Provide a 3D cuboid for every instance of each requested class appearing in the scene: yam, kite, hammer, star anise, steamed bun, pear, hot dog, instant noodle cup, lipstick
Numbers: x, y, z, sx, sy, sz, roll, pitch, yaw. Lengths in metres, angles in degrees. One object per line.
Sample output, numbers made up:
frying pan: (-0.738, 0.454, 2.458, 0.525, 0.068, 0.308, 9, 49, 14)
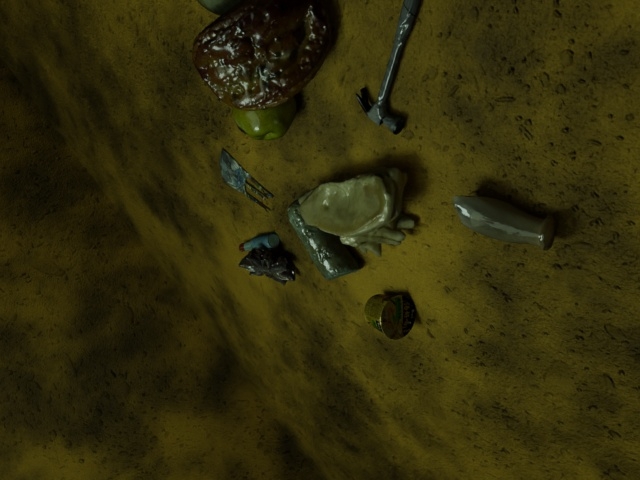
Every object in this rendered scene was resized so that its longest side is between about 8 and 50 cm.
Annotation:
yam: (0.000, 0.000, 1.754, 0.330, 0.133, 0.133, 56, 146, -2)
kite: (-0.303, -0.223, 2.011, 0.310, 0.015, 0.169, 43, 145, 18)
hammer: (0.191, -0.455, 1.202, 0.152, 0.044, 0.427, 41, 143, 18)
star anise: (-0.211, 0.094, 2.077, 0.223, 0.109, 0.236, 22, 155, -21)
steamed bun: (0.130, -0.073, 1.523, 0.428, 0.189, 0.247, -13, 81, 52)
pear: (-0.170, -0.402, 1.540, 0.198, 0.198, 0.198, 30, 140, 29)
hot dog: (-0.152, -0.498, 1.322, 0.387, 0.174, 0.267, -24, 133, 22)
instant noodle cup: (0.227, 0.249, 1.703, 0.122, 0.151, 0.151, 5, 124, 59)
lipstick: (-0.272, 0.017, 2.141, 0.068, 0.061, 0.274, 40, 152, -26)

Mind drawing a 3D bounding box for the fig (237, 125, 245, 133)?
fig: (-0.221, -0.408, 1.697, 0.119, 0.153, 0.119, 1, 95, 14)

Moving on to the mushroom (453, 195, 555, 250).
mushroom: (0.441, -0.048, 1.222, 0.247, 0.096, 0.108, 25, 137, 28)

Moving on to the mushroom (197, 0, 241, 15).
mushroom: (-0.263, -0.754, 1.270, 0.352, 0.260, 0.352, 35, 143, 32)
